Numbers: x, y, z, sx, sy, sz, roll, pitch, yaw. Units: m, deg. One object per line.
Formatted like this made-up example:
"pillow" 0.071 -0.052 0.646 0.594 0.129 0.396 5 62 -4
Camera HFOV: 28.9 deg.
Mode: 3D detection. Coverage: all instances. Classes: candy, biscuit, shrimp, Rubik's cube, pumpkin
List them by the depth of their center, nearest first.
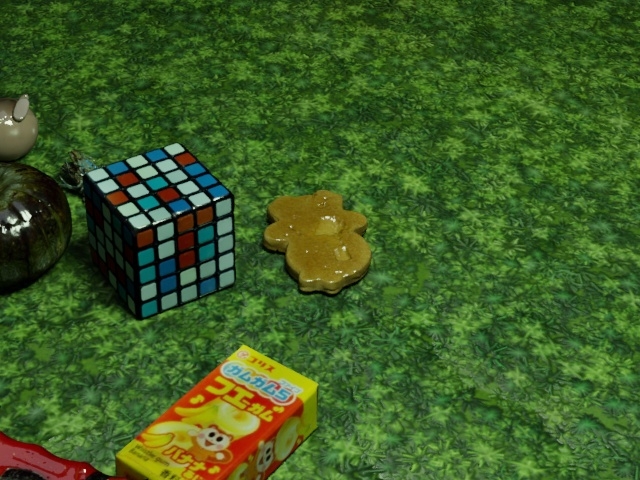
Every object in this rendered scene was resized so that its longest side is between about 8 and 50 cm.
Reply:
"candy" -0.135 0.270 1.685 0.146 0.088 0.276 25 42 28
"Rubik's cube" -0.254 -0.019 1.970 0.182 0.187 0.184 -20 42 -26
"pumpkin" -0.515 -0.033 1.993 0.238 0.159 0.238 0 43 0
"biscuit" 0.000 0.003 2.078 0.184 0.035 0.249 -11 40 -16
"shrimp" -0.398 -0.091 2.170 0.082 0.076 0.174 -49 56 3

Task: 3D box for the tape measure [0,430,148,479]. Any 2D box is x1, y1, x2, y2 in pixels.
"tape measure" -0.369 0.361 1.499 0.253 0.114 0.260 19 52 10

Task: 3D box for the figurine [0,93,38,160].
"figurine" -0.571 -0.203 2.241 0.125 0.138 0.125 5 71 -14
